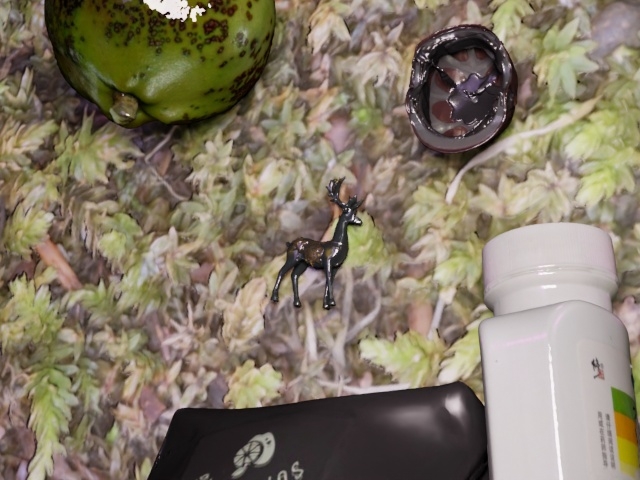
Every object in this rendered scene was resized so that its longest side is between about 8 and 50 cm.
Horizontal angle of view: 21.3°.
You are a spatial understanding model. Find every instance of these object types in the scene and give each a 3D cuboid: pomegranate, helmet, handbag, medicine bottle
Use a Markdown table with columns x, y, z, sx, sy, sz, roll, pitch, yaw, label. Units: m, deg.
| x | y | z | sx | sy | sz | roll | pitch | yaw | label |
| --- | --- | --- | --- | --- | --- | --- | --- | --- | --- |
| -0.139 | -0.225 | 1.645 | 0.222 | 0.276 | 0.204 | 10 | 117 | 15 | pomegranate |
| 0.129 | -0.125 | 1.485 | 0.098 | 0.070 | 0.123 | -3 | 74 | 22 | helmet |
| -0.043 | 0.248 | 1.342 | 0.342 | 0.152 | 0.288 | -10 | 32 | 32 | handbag |
| 0.187 | 0.141 | 1.297 | 0.111 | 0.161 | 0.296 | -15 | 63 | 26 | medicine bottle |

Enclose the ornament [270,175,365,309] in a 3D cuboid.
| x | y | z | sx | sy | sz | roll | pitch | yaw | label |
| --- | --- | --- | --- | --- | --- | --- | --- | --- | --- |
| 0.000 | 0.000 | 1.549 | 0.073 | 0.028 | 0.125 | 6 | 78 | 33 | ornament |
